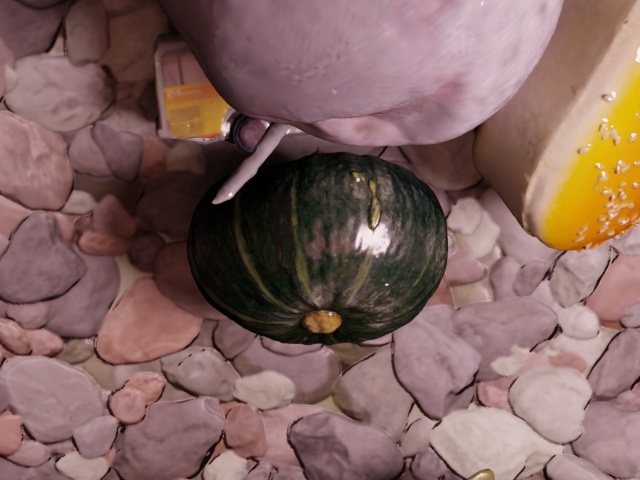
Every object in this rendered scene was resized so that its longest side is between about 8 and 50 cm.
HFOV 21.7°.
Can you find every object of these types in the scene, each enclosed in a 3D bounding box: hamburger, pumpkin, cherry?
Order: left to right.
[{"bbox_3d":[-0.001,0.002,1.350,0.212,0.152,0.211,-7,152,-4],"label":"pumpkin"},{"bbox_3d":[0.030,-0.225,1.162,0.291,0.335,0.326,-35,86,-32],"label":"cherry"},{"bbox_3d":[0.242,-0.131,1.299,0.151,0.227,0.295,39,111,15],"label":"hamburger"}]

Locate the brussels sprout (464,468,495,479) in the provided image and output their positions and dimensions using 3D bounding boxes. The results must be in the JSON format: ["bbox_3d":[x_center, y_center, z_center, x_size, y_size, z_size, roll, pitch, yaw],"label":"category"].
[{"bbox_3d":[0.145,0.422,1.483,0.425,0.342,0.361,10,139,-7],"label":"brussels sprout"}]

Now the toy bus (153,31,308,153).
[{"bbox_3d":[-0.002,-0.131,1.347,0.268,0.092,0.106,-6,104,-4],"label":"toy bus"}]
